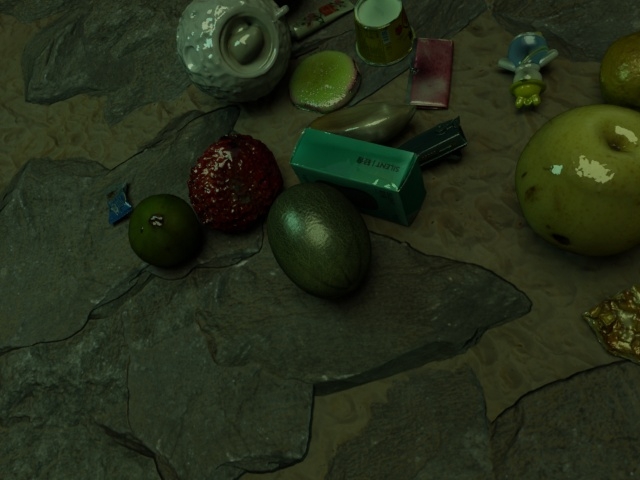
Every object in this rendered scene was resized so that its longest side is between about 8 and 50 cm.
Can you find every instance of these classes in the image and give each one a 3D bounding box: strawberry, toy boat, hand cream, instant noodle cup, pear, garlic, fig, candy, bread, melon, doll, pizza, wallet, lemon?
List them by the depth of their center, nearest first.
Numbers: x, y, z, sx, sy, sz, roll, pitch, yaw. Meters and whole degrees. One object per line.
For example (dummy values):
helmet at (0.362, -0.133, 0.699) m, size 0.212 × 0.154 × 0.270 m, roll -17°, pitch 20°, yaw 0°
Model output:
pizza at (0.658, 0.174, 1.364) m, size 0.161 × 0.062 × 0.182 m, roll 7°, pitch 70°, yaw 20°
pear at (0.602, -0.131, 1.374) m, size 0.349 × 0.348 × 0.348 m, roll -6°, pitch 65°, yaw 13°
lemon at (0.782, -0.405, 1.516) m, size 0.192 × 0.192 × 0.231 m, roll -3°, pitch 65°, yaw 14°
melon at (0.000, 0.000, 1.530) m, size 0.238 × 0.237 × 0.301 m, roll -31°, pitch 67°, yaw 0°
toy boat at (0.273, -0.232, 1.645) m, size 0.246 × 0.103 × 0.093 m, roll -25°, pitch 38°, yaw 18°
doll at (0.552, -0.461, 1.660) m, size 0.135 × 0.098 × 0.240 m, roll 10°, pitch 69°, yaw -5°
fig at (-0.428, -0.033, 1.671) m, size 0.203 × 0.225 × 0.202 m, roll 0°, pitch 81°, yaw 1°
strawberry at (-0.242, -0.172, 1.685) m, size 0.274 × 0.220 × 0.274 m, roll -5°, pitch 64°, yaw 10°
garlic at (0.107, -0.315, 1.711) m, size 0.318 × 0.112 × 0.143 m, roll 3°, pitch 44°, yaw 24°
wallet at (0.311, -0.474, 1.767) m, size 0.119 × 0.025 × 0.232 m, roll 6°, pitch 69°, yaw 7°
instant noodle cup at (0.178, -0.625, 1.811) m, size 0.182 × 0.144 × 0.182 m, roll -6°, pitch 65°, yaw 13°
bread at (0.010, -0.477, 1.855) m, size 0.229 × 0.033 × 0.228 m, roll -5°, pitch 66°, yaw 12°
candy at (-0.606, -0.119, 1.868) m, size 0.088 × 0.038 × 0.136 m, roll -32°, pitch 54°, yaw 15°
hand cream at (-0.006, -0.696, 1.955) m, size 0.234 × 0.050 × 0.080 m, roll -32°, pitch 58°, yaw -7°

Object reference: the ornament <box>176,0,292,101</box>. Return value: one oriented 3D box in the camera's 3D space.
ornament at (-0.251, -0.570, 1.812) m, size 0.337 × 0.337 × 0.337 m, roll -6°, pitch 65°, yaw 13°

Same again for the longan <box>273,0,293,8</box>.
longan at (-0.200, -0.870, 1.967) m, size 0.350 × 0.288 × 0.288 m, roll 32°, pitch 78°, yaw 37°

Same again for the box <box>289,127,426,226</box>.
box at (0.098, -0.161, 1.592) m, size 0.312 × 0.205 × 0.118 m, roll 17°, pitch 74°, yaw 22°
